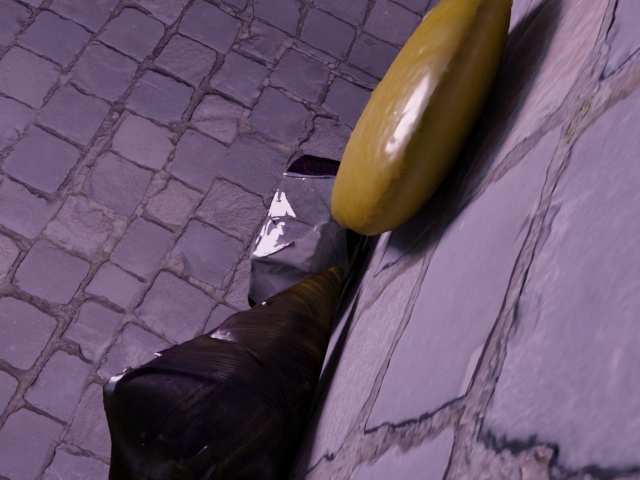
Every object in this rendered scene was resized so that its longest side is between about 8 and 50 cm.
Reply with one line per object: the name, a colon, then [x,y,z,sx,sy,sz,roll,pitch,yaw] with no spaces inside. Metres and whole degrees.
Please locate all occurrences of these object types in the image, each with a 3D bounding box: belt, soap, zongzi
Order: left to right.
zongzi: [-0.113,0.262,1.040,0.432,0.208,0.403,-39,-29,-52]
belt: [0.000,0.000,1.230,0.184,0.164,0.289,68,-139,-57]
soap: [0.114,-0.144,0.899,0.306,0.115,0.427,-60,4,-3]
